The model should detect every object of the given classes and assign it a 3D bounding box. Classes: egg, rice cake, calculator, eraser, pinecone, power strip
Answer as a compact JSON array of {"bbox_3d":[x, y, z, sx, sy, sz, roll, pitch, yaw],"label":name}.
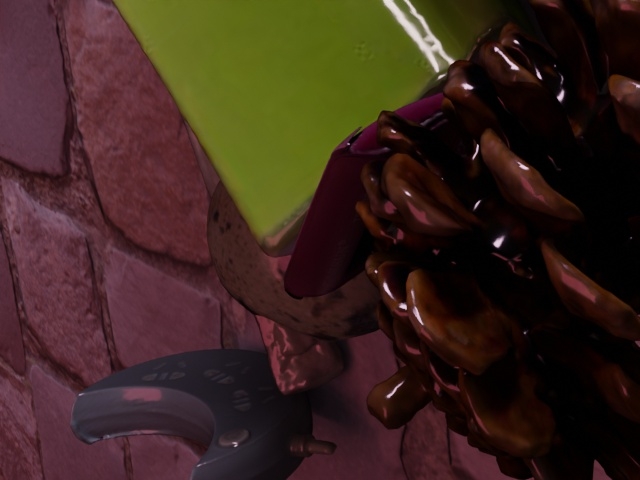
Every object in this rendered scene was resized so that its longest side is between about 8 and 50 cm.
[{"bbox_3d":[0.000,0.000,0.953,0.181,0.141,0.141,32,131,48],"label":"egg"},{"bbox_3d":[-0.047,-0.001,1.103,0.052,0.057,0.256,-26,83,60],"label":"rice cake"},{"bbox_3d":[0.065,-0.038,0.784,0.034,0.190,0.127,50,142,26],"label":"calculator"},{"bbox_3d":[-0.009,-0.151,0.856,0.210,0.092,0.274,-44,61,18],"label":"eraser"},{"bbox_3d":[0.145,-0.013,0.633,0.309,0.244,0.244,-50,59,19],"label":"pinecone"},{"bbox_3d":[-0.088,0.151,1.139,0.253,0.167,0.054,14,124,50],"label":"power strip"}]
